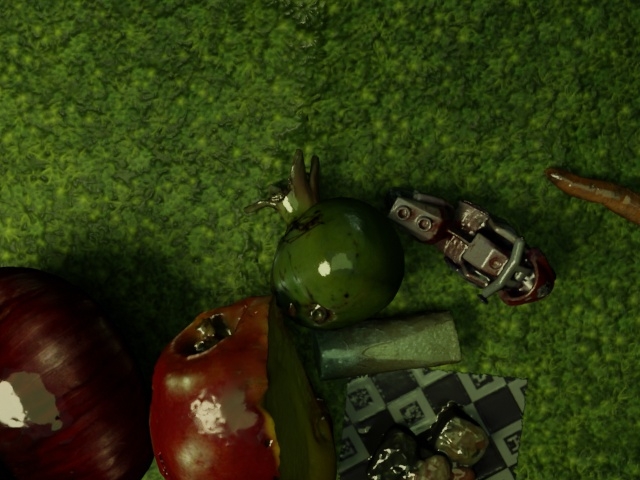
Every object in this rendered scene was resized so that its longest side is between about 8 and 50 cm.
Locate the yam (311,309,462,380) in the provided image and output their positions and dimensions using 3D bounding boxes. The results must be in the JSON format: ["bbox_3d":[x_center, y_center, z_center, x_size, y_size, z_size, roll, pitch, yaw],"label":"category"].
[{"bbox_3d":[0.073,0.121,0.607,0.170,0.068,0.068,-7,94,1],"label":"yam"}]

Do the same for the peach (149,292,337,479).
[{"bbox_3d":[-0.080,0.202,0.546,0.154,0.158,0.267,-6,130,16],"label":"peach"}]

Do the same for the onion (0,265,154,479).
[{"bbox_3d":[-0.305,0.168,0.511,0.273,0.285,0.272,20,125,31],"label":"onion"}]

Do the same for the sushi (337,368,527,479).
[{"bbox_3d":[0.133,0.272,0.626,0.220,0.047,0.231,6,94,0],"label":"sushi"}]

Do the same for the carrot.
[{"bbox_3d":[0.338,-0.050,0.614,0.165,0.035,0.035,24,93,1],"label":"carrot"}]

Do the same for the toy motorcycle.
[{"bbox_3d":[0.164,0.007,0.575,0.213,0.122,0.082,27,107,0],"label":"toy motorcycle"}]

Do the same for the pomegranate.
[{"bbox_3d":[0.000,0.000,0.564,0.152,0.131,0.191,-33,77,39],"label":"pomegranate"}]
